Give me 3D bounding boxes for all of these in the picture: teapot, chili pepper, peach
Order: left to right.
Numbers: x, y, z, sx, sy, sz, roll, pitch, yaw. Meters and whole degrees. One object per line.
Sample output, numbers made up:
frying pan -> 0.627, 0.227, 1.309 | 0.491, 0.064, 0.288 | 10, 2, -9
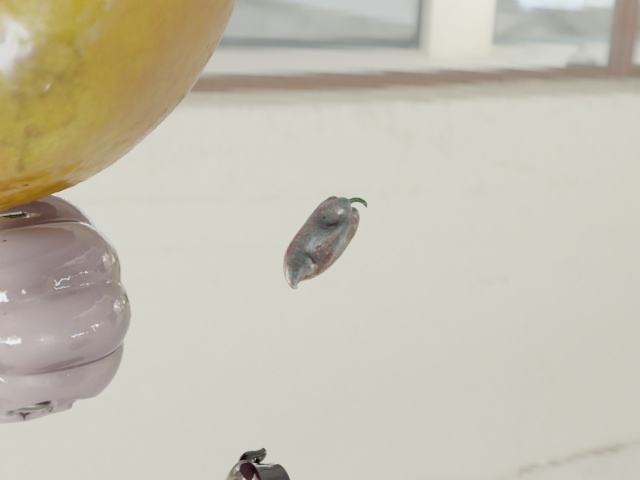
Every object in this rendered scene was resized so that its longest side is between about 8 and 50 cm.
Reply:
peach -> -0.210, -0.197, 1.148 | 0.372, 0.372, 0.290 | -4, -170, -17
teapot -> -0.040, 0.193, 1.196 | 0.045, 0.068, 0.100 | 4, -123, -28
chili pepper -> 0.000, 0.001, 1.749 | 0.050, 0.041, 0.153 | 26, -126, 15

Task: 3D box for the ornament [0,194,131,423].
ornament -> -0.236, 0.052, 1.269 | 0.177, 0.177, 0.177 | 2, -158, -1
